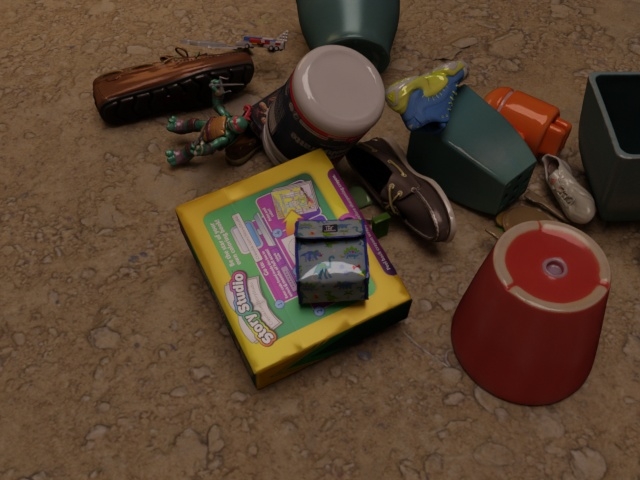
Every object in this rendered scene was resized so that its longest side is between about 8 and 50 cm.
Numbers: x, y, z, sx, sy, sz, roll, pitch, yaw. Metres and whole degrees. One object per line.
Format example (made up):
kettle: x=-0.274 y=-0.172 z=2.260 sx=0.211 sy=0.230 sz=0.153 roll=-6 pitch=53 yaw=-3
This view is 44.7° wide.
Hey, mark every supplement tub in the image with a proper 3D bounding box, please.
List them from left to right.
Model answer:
supplement tub: x=-0.002 y=-0.256 z=1.593 sx=0.191 sy=0.272 sz=0.191 roll=7 pitch=71 yaw=-19

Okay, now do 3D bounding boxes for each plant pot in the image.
plant pot: x=0.073 y=-0.533 z=1.889 sx=0.272 sy=0.271 sz=0.255 roll=-2 pitch=66 yaw=-2
plant pot: x=0.326 y=-0.176 z=1.656 sx=0.165 sy=0.165 sz=0.234 roll=-35 pitch=63 yaw=-25
plant pot: x=0.380 y=0.113 z=1.368 sx=0.275 sy=0.243 sz=0.275 roll=1 pitch=51 yaw=-1
plant pot: x=0.662 y=-0.171 z=1.593 sx=0.248 sy=0.252 sz=0.247 roll=-1 pitch=52 yaw=-1

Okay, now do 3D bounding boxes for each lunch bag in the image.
lunch bag: x=0.019 y=0.025 z=1.356 sx=0.129 sy=0.096 sz=0.151 roll=-2 pitch=53 yaw=0

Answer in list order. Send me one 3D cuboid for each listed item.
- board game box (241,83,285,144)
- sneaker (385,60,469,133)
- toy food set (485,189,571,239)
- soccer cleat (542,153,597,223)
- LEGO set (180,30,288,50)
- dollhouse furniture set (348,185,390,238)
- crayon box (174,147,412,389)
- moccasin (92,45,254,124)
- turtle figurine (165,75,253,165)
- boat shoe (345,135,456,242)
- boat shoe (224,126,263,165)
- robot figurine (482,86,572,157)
board game box: x=-0.037 y=-0.284 z=1.768 sx=0.243 sy=0.042 sz=0.165 roll=-40 pitch=88 yaw=-27
sneaker: x=0.234 y=-0.284 z=1.591 sx=0.240 sy=0.091 sz=0.126 roll=-26 pitch=93 yaw=-34
toy food set: x=0.430 y=-0.022 z=1.614 sx=0.132 sy=0.038 sz=0.192 roll=38 pitch=49 yaw=20
soccer cleat: x=0.517 y=-0.108 z=1.640 sx=0.076 sy=0.068 sz=0.196 roll=29 pitch=31 yaw=-29
LEGO set: x=-0.197 y=-0.493 z=1.903 sx=0.244 sy=0.060 sz=0.182 roll=-5 pitch=18 yaw=-30
dollhouse furniture set: x=0.087 y=-0.073 z=1.632 sx=0.076 sy=0.058 sz=0.151 roll=-22 pitch=55 yaw=-18
crayon box: x=-0.056 y=0.043 z=1.454 sx=0.313 sy=0.106 sz=0.363 roll=-24 pitch=66 yaw=-11
moccasin: x=-0.346 y=-0.382 z=1.840 sx=0.380 sy=0.139 sz=0.147 roll=-17 pitch=62 yaw=-2
turtle figurine: x=-0.236 y=-0.240 z=1.668 sx=0.234 sy=0.118 sz=0.175 roll=-15 pitch=52 yaw=39
boat shoe: x=0.162 y=-0.104 z=1.612 sx=0.097 sy=0.116 sz=0.324 roll=-9 pitch=46 yaw=-27
boat shoe: x=-0.152 y=-0.244 z=1.766 sx=0.064 sy=0.060 sz=0.178 roll=27 pitch=56 yaw=20
robot figurine: x=0.448 y=-0.267 z=1.750 sx=0.219 sy=0.128 sz=0.158 roll=29 pitch=78 yaw=20
